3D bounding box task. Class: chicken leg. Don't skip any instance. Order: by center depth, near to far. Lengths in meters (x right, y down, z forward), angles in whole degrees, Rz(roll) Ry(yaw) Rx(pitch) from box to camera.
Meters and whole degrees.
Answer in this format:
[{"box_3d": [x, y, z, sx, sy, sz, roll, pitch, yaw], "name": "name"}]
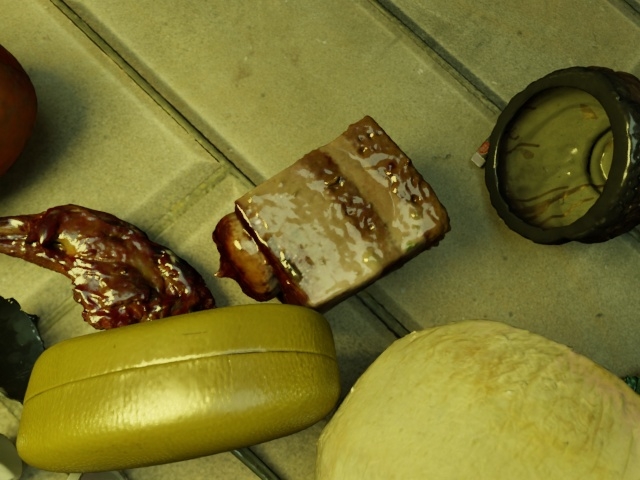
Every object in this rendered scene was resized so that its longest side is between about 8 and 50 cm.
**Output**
[{"box_3d": [-0.333, 0.029, 0.573, 0.407, 0.096, 0.158, 23, 47, -19], "name": "chicken leg"}]

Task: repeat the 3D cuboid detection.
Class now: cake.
[{"box_3d": [0.000, 0.000, 0.598, 0.293, 0.196, 0.198, -33, 84, -17], "name": "cake"}]

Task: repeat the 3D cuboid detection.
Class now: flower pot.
[{"box_3d": [0.453, -0.123, 0.681, 0.267, 0.266, 0.266, -1, 75, -20], "name": "flower pot"}]

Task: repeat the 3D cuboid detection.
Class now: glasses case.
[{"box_3d": [-0.164, 0.175, 0.487, 0.371, 0.173, 0.141, -13, 58, 7], "name": "glasses case"}]

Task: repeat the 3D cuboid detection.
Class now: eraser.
[{"box_3d": [0.307, -0.170, 0.783, 0.027, 0.019, 0.099, 43, 74, 4], "name": "eraser"}]

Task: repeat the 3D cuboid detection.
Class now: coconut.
[{"box_3d": [0.188, 0.270, 0.465, 0.405, 0.404, 0.404, 2, 75, -8], "name": "coconut"}]

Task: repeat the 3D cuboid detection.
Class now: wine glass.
[{"box_3d": [-0.480, 0.172, 0.513, 0.232, 0.156, 0.156, -23, 80, -9], "name": "wine glass"}]

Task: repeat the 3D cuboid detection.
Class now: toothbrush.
[{"box_3d": [-0.066, 0.324, 0.587, 0.297, 0.030, 0.030, 41, 65, 3], "name": "toothbrush"}]

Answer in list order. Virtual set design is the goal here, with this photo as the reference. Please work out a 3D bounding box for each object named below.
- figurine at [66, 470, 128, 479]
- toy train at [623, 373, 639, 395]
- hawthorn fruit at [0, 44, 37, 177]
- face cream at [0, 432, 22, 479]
[{"box_3d": [-0.308, 0.360, 0.504, 0.154, 0.132, 0.132, -33, 82, -3], "name": "figurine"}, {"box_3d": [0.520, 0.293, 0.668, 0.105, 0.071, 0.178, 30, 71, -11], "name": "toy train"}, {"box_3d": [-0.530, -0.137, 0.533, 0.276, 0.276, 0.307, 19, 95, -3], "name": "hawthorn fruit"}, {"box_3d": [-0.518, 0.341, 0.477, 0.346, 0.102, 0.102, -34, 83, -16], "name": "face cream"}]
